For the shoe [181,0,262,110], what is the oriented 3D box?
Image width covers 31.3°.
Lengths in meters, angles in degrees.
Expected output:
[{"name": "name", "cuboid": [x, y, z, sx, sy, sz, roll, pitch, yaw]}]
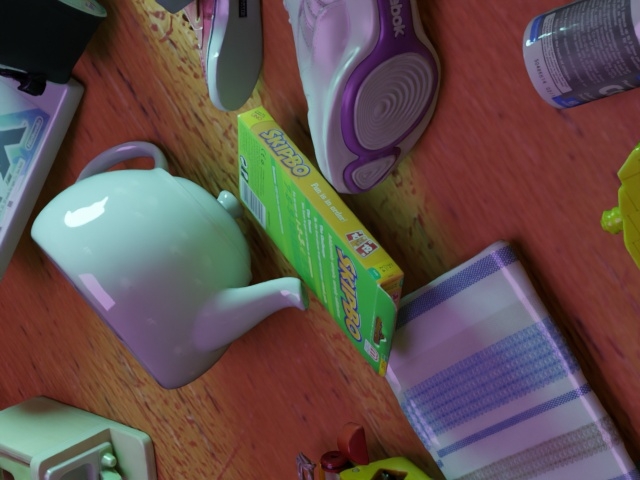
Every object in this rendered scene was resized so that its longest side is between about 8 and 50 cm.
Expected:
[{"name": "shoe", "cuboid": [-0.106, -0.221, 1.131, 0.081, 0.063, 0.178, 15, 109, 39]}]

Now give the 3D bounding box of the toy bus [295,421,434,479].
[{"name": "toy bus", "cuboid": [0.069, 0.263, 1.107, 0.191, 0.104, 0.202, 113, 142, -57]}]

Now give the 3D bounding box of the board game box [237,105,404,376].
[{"name": "board game box", "cuboid": [0.000, 0.000, 1.069, 0.259, 0.039, 0.124, 54, 157, 31]}]

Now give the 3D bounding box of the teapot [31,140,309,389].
[{"name": "teapot", "cuboid": [-0.162, 0.013, 1.181, 0.256, 0.187, 0.252, 49, 168, -6]}]

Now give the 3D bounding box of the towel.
[{"name": "towel", "cuboid": [0.166, 0.157, 1.028, 0.209, 0.034, 0.285, -38, 79, 45]}]

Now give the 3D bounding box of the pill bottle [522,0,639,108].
[{"name": "pill bottle", "cuboid": [0.227, -0.150, 0.844, 0.137, 0.078, 0.078, -14, 95, 44]}]

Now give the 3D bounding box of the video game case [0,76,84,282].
[{"name": "video game case", "cuboid": [-0.467, -0.118, 1.418, 0.300, 0.036, 0.329, 34, 108, 21]}]

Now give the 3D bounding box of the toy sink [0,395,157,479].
[{"name": "toy sink", "cuboid": [-0.334, 0.314, 1.465, 0.234, 0.131, 0.153, 11, 112, 38]}]

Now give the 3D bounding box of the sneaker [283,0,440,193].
[{"name": "sneaker", "cuboid": [0.027, -0.195, 1.009, 0.152, 0.114, 0.305, 31, 126, 54]}]

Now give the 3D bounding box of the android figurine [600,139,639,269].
[{"name": "android figurine", "cuboid": [0.322, -0.030, 0.780, 0.273, 0.056, 0.248, -29, 100, 42]}]

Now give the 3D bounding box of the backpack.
[{"name": "backpack", "cuboid": [-0.379, -0.299, 1.239, 0.253, 0.225, 0.191, 33, 102, 34]}]

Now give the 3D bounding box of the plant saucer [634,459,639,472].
[{"name": "plant saucer", "cuboid": [0.330, 0.256, 0.934, 0.067, 0.018, 0.192, -43, 74, 41]}]

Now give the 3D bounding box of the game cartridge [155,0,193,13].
[{"name": "game cartridge", "cuboid": [-0.247, -0.383, 1.061, 0.068, 0.230, 0.355, -41, 62, 15]}]
